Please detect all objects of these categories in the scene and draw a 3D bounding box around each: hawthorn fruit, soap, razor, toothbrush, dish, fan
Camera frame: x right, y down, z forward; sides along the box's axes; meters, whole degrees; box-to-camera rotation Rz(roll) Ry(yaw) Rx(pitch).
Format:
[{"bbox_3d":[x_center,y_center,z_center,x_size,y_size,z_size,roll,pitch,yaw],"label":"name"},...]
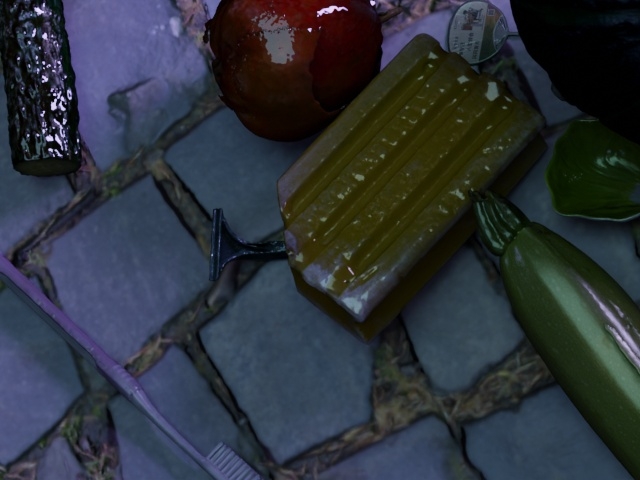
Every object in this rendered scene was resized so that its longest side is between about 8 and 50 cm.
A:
[{"bbox_3d":[-0.010,-0.164,1.551,0.172,0.148,0.148,-17,66,-9],"label":"hawthorn fruit"},{"bbox_3d":[0.062,-0.045,1.499,0.140,0.073,0.232,37,75,25],"label":"soap"},{"bbox_3d":[0.001,0.002,1.549,0.190,0.033,0.066,-3,71,11],"label":"razor"},{"bbox_3d":[-0.177,0.107,1.570,0.354,0.024,0.029,39,81,24],"label":"toothbrush"},{"bbox_3d":[0.253,-0.047,1.478,0.137,0.039,0.091,10,70,20],"label":"dish"},{"bbox_3d":[0.144,-0.185,1.577,0.080,0.003,0.060,-23,68,9],"label":"fan"}]

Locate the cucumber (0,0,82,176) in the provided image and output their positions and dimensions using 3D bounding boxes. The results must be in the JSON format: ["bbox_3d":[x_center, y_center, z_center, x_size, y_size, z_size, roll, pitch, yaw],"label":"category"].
[{"bbox_3d":[-0.265,-0.196,1.679,0.067,0.067,0.294,-15,68,12],"label":"cucumber"}]

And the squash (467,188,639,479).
[{"bbox_3d":[0.223,0.090,1.409,0.094,0.094,0.341,-38,72,2],"label":"squash"}]

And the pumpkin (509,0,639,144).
[{"bbox_3d":[0.309,-0.234,1.354,0.363,0.363,0.266,4,31,19],"label":"pumpkin"}]
